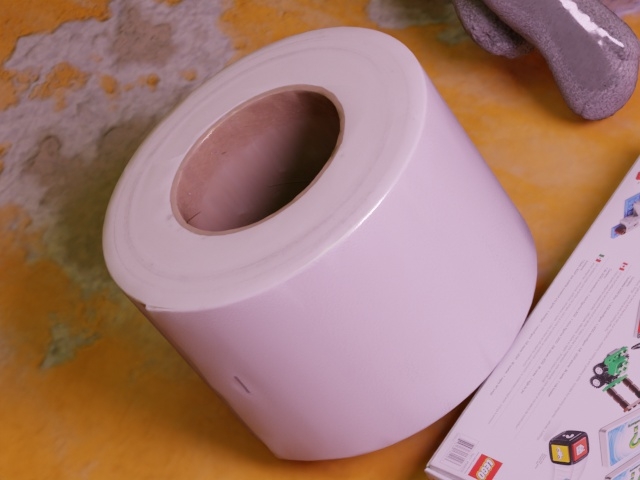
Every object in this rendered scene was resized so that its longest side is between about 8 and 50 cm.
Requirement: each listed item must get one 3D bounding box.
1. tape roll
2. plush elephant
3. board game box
[{"bbox_3d":[0.000,0.000,1.227,0.246,0.169,0.246,-22,39,19],"label":"tape roll"},{"bbox_3d":[0.169,-0.288,1.381,0.330,0.272,0.255,28,24,4],"label":"plush elephant"},{"bbox_3d":[0.229,0.071,1.175,0.193,0.053,0.305,22,66,37],"label":"board game box"}]
